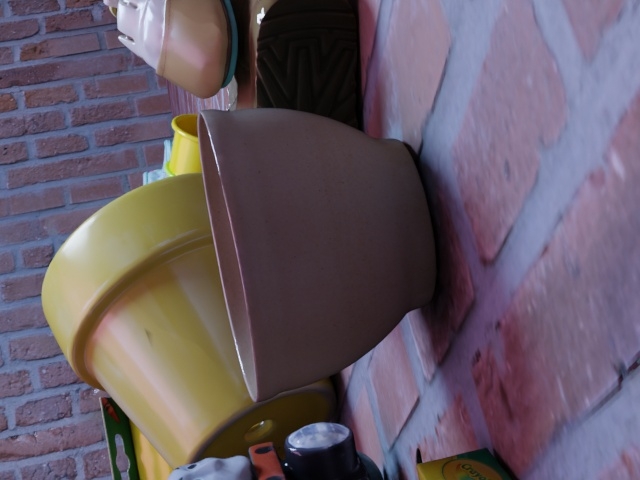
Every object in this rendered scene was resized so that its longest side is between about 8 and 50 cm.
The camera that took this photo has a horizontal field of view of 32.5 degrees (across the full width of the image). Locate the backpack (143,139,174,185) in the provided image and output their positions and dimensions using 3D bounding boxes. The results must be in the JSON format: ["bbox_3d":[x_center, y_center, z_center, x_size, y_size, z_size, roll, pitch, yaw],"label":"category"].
[{"bbox_3d":[-0.181,-0.058,1.581,0.166,0.145,0.188,-105,11,-59],"label":"backpack"}]

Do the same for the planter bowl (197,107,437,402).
[{"bbox_3d":[0.000,0.000,0.609,0.162,0.109,0.162,170,90,-81],"label":"planter bowl"}]

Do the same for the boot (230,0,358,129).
[{"bbox_3d":[-0.040,-0.132,0.806,0.269,0.089,0.236,-115,29,-54],"label":"boot"}]

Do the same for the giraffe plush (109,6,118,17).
[{"bbox_3d":[-0.157,-0.319,1.095,0.181,0.210,0.170,50,157,-25],"label":"giraffe plush"}]

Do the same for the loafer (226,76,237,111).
[{"bbox_3d":[-0.060,-0.123,1.033,0.050,0.056,0.148,-115,26,-60],"label":"loafer"}]

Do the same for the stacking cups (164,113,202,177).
[{"bbox_3d":[-0.177,-0.004,1.464,0.096,0.096,0.316,-117,37,-61],"label":"stacking cups"}]

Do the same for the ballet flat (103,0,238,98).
[{"bbox_3d":[-0.112,-0.156,0.764,0.232,0.073,0.080,-120,37,-61],"label":"ballet flat"}]

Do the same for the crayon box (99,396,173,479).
[{"bbox_3d":[-0.185,0.322,1.672,0.319,0.081,0.202,8,-116,-56],"label":"crayon box"}]

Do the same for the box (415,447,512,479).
[{"bbox_3d":[0.085,0.171,0.499,0.179,0.043,0.105,-133,33,-69],"label":"box"}]

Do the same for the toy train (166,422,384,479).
[{"bbox_3d":[-0.020,0.304,0.835,0.142,0.190,0.333,-132,32,-72],"label":"toy train"}]

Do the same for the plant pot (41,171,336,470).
[{"bbox_3d":[-0.110,0.102,1.075,0.239,0.254,0.254,54,159,31],"label":"plant pot"}]
